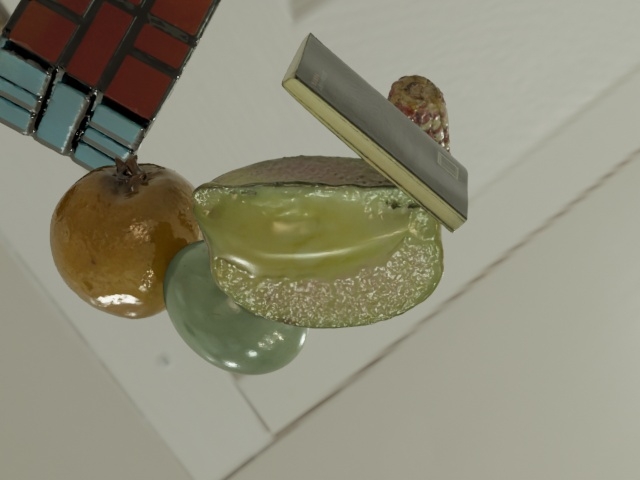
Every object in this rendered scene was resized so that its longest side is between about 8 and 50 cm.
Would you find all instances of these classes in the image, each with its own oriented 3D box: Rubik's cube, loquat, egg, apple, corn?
[{"bbox_3d":[-0.368,-0.309,2.427,0.293,0.283,0.288,-62,-171,-27],"label":"Rubik's cube"},{"bbox_3d":[-0.239,-0.005,1.884,0.208,0.208,0.208,-23,-149,15],"label":"loquat"},{"bbox_3d":[-0.102,0.079,1.771,0.192,0.149,0.149,34,-119,10],"label":"egg"},{"bbox_3d":[0.000,0.000,1.595,0.265,0.193,0.120,-1,-148,1],"label":"apple"},{"bbox_3d":[0.124,-0.102,1.835,0.079,0.237,0.079,-3,-135,3],"label":"corn"}]

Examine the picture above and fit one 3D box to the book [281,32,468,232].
[{"bbox_3d":[0.061,-0.114,1.505,0.024,0.228,0.160,-47,-169,22],"label":"book"}]
